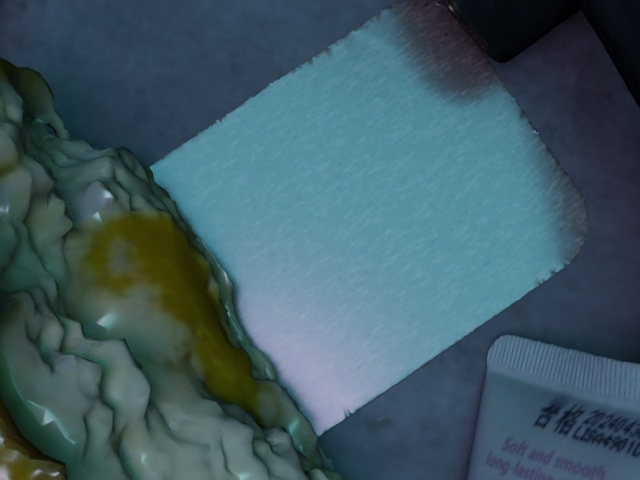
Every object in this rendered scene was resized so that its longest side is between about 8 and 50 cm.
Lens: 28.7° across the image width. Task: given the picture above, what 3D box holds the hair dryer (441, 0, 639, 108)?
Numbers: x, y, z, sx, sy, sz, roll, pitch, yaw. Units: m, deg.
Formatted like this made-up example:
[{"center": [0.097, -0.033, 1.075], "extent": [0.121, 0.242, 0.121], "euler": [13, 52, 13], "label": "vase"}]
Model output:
[{"center": [0.179, -0.085, 0.554], "extent": [0.189, 0.107, 0.352], "euler": [-35, 56, 19], "label": "hair dryer"}]

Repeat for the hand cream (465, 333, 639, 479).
[{"center": [0.107, 0.230, 0.590], "extent": [0.118, 0.185, 0.359], "euler": [12, 88, -26], "label": "hand cream"}]

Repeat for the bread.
[{"center": [-0.197, 0.146, 0.528], "extent": [0.394, 0.250, 0.361], "euler": [-30, 75, -1], "label": "bread"}]

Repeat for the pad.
[{"center": [0.000, 0.000, 0.682], "extent": [0.266, 0.002, 0.176], "euler": [-34, 85, -3], "label": "pad"}]
